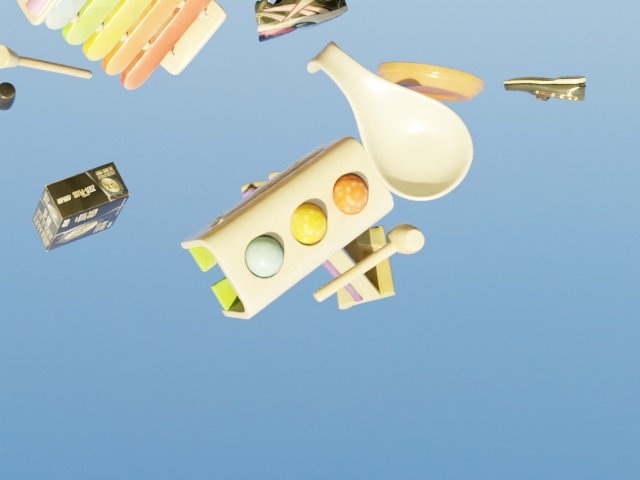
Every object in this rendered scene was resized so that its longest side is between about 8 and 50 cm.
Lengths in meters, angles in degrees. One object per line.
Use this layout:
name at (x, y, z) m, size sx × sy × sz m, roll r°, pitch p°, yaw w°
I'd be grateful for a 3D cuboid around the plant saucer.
plant saucer at (0.200, -0.289, 2.001) m, size 0.200 × 0.037 × 0.200 m, roll 10°, pitch 179°, yaw 0°

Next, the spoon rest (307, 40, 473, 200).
spoon rest at (0.087, -0.170, 1.484) m, size 0.276 × 0.137 × 0.084 m, roll 45°, pitch -179°, yaw 12°

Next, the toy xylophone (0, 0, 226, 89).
toy xylophone at (-0.263, -0.277, 1.354) m, size 0.081 × 0.236 × 0.323 m, roll 48°, pitch -156°, yaw 19°

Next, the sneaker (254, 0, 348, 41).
sneaker at (-0.034, -0.404, 1.879) m, size 0.178 × 0.077 × 0.072 m, roll -22°, pitch -171°, yaw -29°

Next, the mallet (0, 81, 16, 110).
mallet at (-0.666, -0.333, 2.130) m, size 0.189 × 0.062 × 0.039 m, roll 46°, pitch -119°, yaw 8°

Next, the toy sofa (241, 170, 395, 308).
toy sofa at (0.002, 0.004, 1.982) m, size 0.177 × 0.362 × 0.150 m, roll -15°, pitch -114°, yaw 13°

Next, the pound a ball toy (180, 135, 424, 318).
pound a ball toy at (0.000, 0.000, 1.511) m, size 0.319 × 0.208 × 0.136 m, roll -36°, pitch -166°, yaw -25°

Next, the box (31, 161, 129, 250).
box at (-0.471, -0.065, 2.130) m, size 0.147 × 0.180 × 0.077 m, roll -23°, pitch -100°, yaw -30°

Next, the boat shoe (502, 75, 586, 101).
boat shoe at (0.356, -0.242, 1.737) m, size 0.133 × 0.042 × 0.049 m, roll 5°, pitch -160°, yaw 22°
